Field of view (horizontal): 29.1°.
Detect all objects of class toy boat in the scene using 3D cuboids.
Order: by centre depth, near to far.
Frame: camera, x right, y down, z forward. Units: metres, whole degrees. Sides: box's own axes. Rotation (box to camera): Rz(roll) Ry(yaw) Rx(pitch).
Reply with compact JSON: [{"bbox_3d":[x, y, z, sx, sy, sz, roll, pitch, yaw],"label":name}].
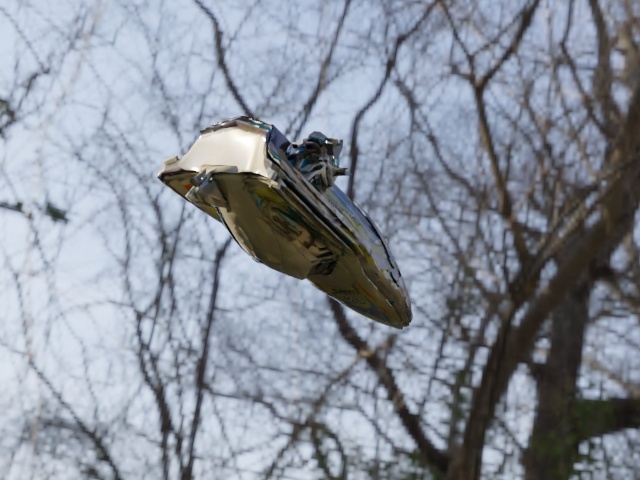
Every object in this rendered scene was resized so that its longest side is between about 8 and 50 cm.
[{"bbox_3d":[0.000,0.000,0.694,0.084,0.066,0.210,1,-30,38],"label":"toy boat"}]
